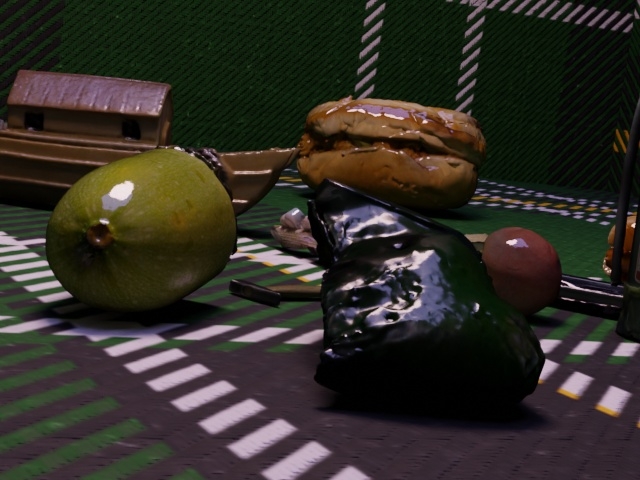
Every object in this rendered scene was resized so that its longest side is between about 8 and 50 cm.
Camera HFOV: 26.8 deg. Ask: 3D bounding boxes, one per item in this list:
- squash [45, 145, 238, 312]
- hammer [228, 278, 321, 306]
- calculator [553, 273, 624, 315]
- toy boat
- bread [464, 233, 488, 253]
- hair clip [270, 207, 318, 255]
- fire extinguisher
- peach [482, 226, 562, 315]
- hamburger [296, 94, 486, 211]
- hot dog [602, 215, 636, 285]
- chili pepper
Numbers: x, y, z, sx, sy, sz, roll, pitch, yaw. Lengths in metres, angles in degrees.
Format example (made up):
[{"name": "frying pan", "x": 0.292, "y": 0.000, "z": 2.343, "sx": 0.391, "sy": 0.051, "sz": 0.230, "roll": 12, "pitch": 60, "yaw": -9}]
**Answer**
[{"name": "squash", "x": -0.134, "y": -0.003, "z": 0.978, "sx": 0.123, "sy": 0.123, "sz": 0.186, "roll": 9, "pitch": 10, "yaw": 9}, {"name": "hammer", "x": 0.017, "y": 0.045, "z": 1.171, "sx": 0.199, "sy": 0.013, "sz": 0.062, "roll": 2, "pitch": 9, "yaw": -40}, {"name": "calculator", "x": 0.226, "y": 0.041, "z": 1.392, "sx": 0.274, "sy": 0.028, "sz": 0.166, "roll": 11, "pitch": 7, "yaw": 28}, {"name": "toy boat", "x": -0.249, "y": -0.111, "z": 1.583, "sx": 0.445, "sy": 0.162, "sz": 0.136, "roll": 8, "pitch": 4, "yaw": 5}, {"name": "bread", "x": 0.173, "y": 0.008, "z": 1.620, "sx": 0.153, "sy": 0.028, "sz": 0.068, "roll": 1, "pitch": 9, "yaw": -42}, {"name": "hair clip", "x": 0.005, "y": -0.004, "z": 1.398, "sx": 0.056, "sy": 0.062, "sz": 0.214, "roll": -37, "pitch": 21, "yaw": -11}, {"name": "fire extinguisher", "x": 0.322, "y": -0.055, "z": 1.165, "sx": 0.118, "sy": 0.294, "sz": 0.093, "roll": 9, "pitch": 8, "yaw": 14}, {"name": "peach", "x": 0.178, "y": 0.028, "z": 1.209, "sx": 0.083, "sy": 0.083, "sz": 0.083, "roll": 8, "pitch": 6, "yaw": -1}, {"name": "hamburger", "x": 0.123, "y": -0.143, "z": 2.239, "sx": 0.304, "sy": 0.174, "sz": 0.284, "roll": 9, "pitch": 5, "yaw": 10}, {"name": "hot dog", "x": 0.413, "y": 0.034, "z": 1.406, "sx": 0.235, "sy": 0.092, "sz": 0.062, "roll": 11, "pitch": 26, "yaw": 21}, {"name": "chili pepper", "x": 0.061, "y": 0.030, "z": 0.896, "sx": 0.148, "sy": 0.116, "sz": 0.264, "roll": 10, "pitch": 7, "yaw": -6}]
